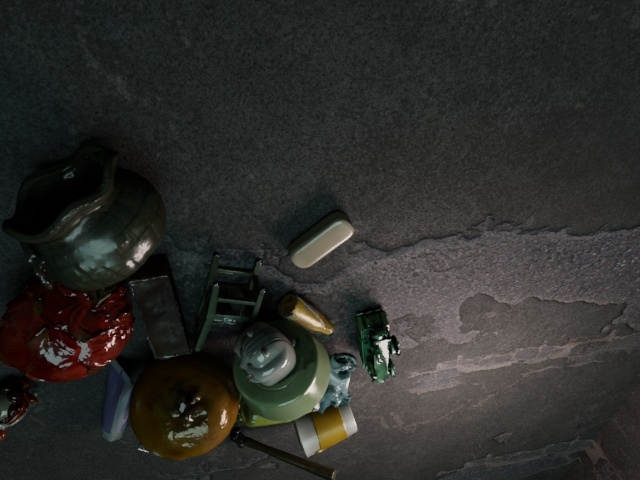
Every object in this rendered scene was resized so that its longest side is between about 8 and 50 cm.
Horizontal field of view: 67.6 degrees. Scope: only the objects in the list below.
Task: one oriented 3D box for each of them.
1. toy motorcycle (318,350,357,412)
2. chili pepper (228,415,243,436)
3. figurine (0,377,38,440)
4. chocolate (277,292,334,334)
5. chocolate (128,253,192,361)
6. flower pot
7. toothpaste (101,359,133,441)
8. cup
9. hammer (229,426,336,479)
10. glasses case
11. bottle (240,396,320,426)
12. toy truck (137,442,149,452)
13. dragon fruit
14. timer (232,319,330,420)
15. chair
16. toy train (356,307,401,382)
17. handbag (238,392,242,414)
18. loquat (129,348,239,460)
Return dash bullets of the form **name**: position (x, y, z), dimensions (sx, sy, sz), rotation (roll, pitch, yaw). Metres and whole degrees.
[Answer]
- **toy motorcycle**: position (0.017, 0.478, 1.665), dimensions (0.206, 0.154, 0.260), rotation (10, 122, 7)
- **chili pepper**: position (-0.259, 0.628, 1.756), dimensions (0.204, 0.073, 0.072), rotation (-21, 114, -12)
- **figurine**: position (-0.953, 0.505, 1.414), dimensions (0.226, 0.183, 0.160), rotation (-30, 140, -6)
- **chocolate**: position (-0.034, 0.238, 1.491), dimensions (0.086, 0.085, 0.219), rotation (-38, 133, 17)
- **chocolate**: position (-0.435, 0.186, 1.313), dimensions (0.112, 0.112, 0.321), rotation (-9, 130, -10)
- **flower pot**: position (-0.490, -0.041, 0.994), dimensions (0.302, 0.302, 0.213), rotation (-24, 132, 5)
- **toothpaste**: position (-0.660, 0.528, 1.546), dimensions (0.080, 0.125, 0.371), rotation (-24, 146, -44)
- **cup**: position (0.012, 0.700, 1.842), dimensions (0.226, 0.185, 0.241), rotation (-19, 166, -6)
- **hammer**: position (-0.147, 0.800, 1.788), dimensions (0.440, 0.044, 0.168), rotation (11, 143, 22)
- **glasses case**: position (0.000, 0.000, 1.310), dimensions (0.196, 0.050, 0.083), rotation (-35, 131, 15)
- **bottle**: position (-0.123, 0.530, 1.544), dimensions (0.260, 0.112, 0.112), rotation (4, 129, -30)
- **toy truck**: position (-0.554, 0.635, 1.653), dimensions (0.178, 0.115, 0.080), rotation (-39, 128, 16)
- **dragon fruit**: position (-0.623, 0.208, 1.174), dimensions (0.342, 0.277, 0.277), rotation (-34, 129, 13)
- **timer**: position (-0.138, 0.334, 1.343), dimensions (0.291, 0.290, 0.315), rotation (-19, 150, 1)
- **chair**: position (-0.256, 0.181, 1.336), dimensions (0.147, 0.136, 0.270), rotation (8, 125, -19)
- **toy train**: position (0.195, 0.358, 1.594), dimensions (0.115, 0.154, 0.269), rotation (-12, 131, -4)
- **handbag**: position (-0.228, 0.520, 1.636), dimensions (0.235, 0.127, 0.213), rotation (-25, 134, 8)
- **loquat**: position (-0.405, 0.487, 1.430), dimensions (0.328, 0.328, 0.328), rotation (-8, 131, -9)
